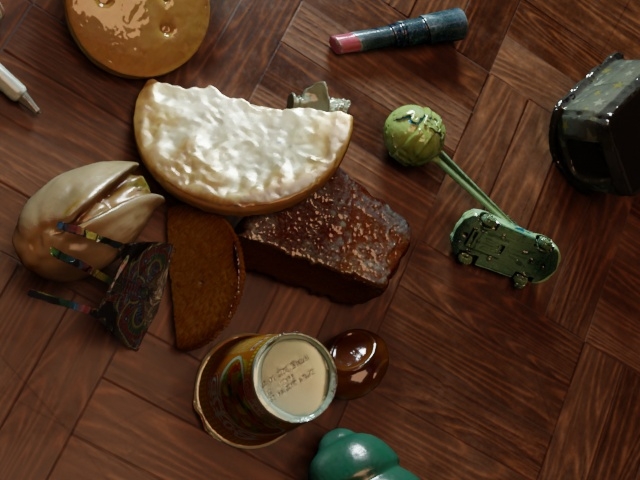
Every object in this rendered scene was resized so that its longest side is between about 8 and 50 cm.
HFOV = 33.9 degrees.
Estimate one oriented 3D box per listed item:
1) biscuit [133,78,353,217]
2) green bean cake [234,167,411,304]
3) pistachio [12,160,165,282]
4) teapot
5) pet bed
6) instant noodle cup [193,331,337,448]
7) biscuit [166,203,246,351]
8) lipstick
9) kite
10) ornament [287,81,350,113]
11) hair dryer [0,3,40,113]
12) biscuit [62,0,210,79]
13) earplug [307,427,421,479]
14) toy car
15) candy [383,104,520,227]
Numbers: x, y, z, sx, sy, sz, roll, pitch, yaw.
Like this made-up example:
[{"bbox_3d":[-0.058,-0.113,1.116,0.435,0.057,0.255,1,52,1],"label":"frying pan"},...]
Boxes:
[{"bbox_3d":[-0.119,-0.122,1.462,0.309,0.040,0.205,10,58,4],"label":"biscuit"},{"bbox_3d":[0.000,0.000,1.516,0.232,0.097,0.199,34,65,-12],"label":"green bean cake"},{"bbox_3d":[-0.303,-0.027,1.370,0.215,0.144,0.144,-36,92,-44],"label":"pistachio"},{"bbox_3d":[0.050,0.180,1.510,0.098,0.078,0.129,16,48,23],"label":"teapot"},{"bbox_3d":[0.483,-0.192,1.747,0.211,0.159,0.183,-41,121,-24],"label":"pet bed"},{"bbox_3d":[-0.066,0.191,1.391,0.168,0.185,0.168,6,74,-21],"label":"instant noodle cup"},{"bbox_3d":[-0.155,0.043,1.433,0.025,0.126,0.206,16,65,-59],"label":"biscuit"},{"bbox_3d":[0.123,-0.332,1.678,0.234,0.053,0.053,-12,82,-23],"label":"lipstick"},{"bbox_3d":[-0.264,0.052,1.316,0.015,0.285,0.152,14,83,23],"label":"kite"},{"bbox_3d":[-0.002,-0.205,1.597,0.092,0.041,0.068,32,86,-22],"label":"ornament"},{"bbox_3d":[-0.457,-0.223,1.412,0.155,0.044,0.183,-38,96,-24],"label":"hair dryer"},{"bbox_3d":[-0.232,-0.403,1.495,0.275,0.052,0.355,27,81,-23],"label":"biscuit"},{"bbox_3d":[0.036,0.400,1.423,0.257,0.164,0.280,-23,72,10],"label":"earplug"},{"bbox_3d":[0.289,0.011,1.654,0.186,0.058,0.093,20,114,-18],"label":"toy car"},{"bbox_3d":[0.230,-0.088,1.657,0.335,0.092,0.093,42,28,-17],"label":"candy"}]
